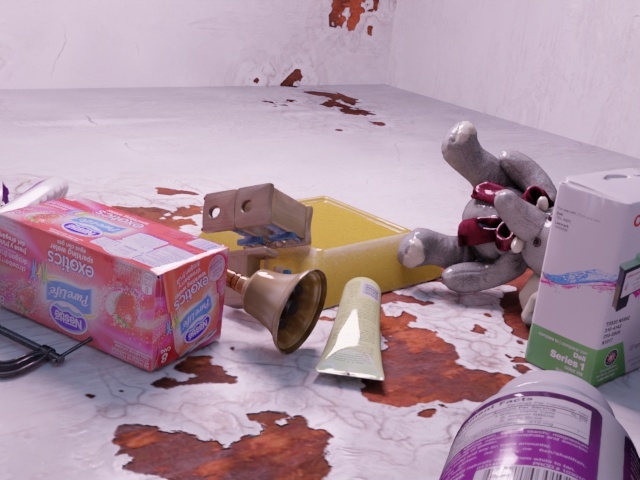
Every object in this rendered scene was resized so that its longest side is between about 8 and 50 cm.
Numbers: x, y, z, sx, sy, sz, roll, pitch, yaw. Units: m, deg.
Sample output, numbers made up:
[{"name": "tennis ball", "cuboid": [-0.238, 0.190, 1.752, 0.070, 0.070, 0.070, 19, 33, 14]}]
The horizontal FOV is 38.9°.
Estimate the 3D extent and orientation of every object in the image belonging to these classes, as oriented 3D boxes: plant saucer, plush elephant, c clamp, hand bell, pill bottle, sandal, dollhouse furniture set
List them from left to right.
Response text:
[{"name": "sandal", "cuboid": [-0.504, -0.030, 1.347, 0.102, 0.169, 0.416, 45, 21, -5]}, {"name": "c clamp", "cuboid": [-0.399, 0.135, 1.162, 0.161, 0.022, 0.137, 17, 26, 22]}, {"name": "hand bell", "cuboid": [-0.125, 0.056, 1.287, 0.242, 0.126, 0.126, 22, 23, 24]}, {"name": "dollhouse furniture set", "cuboid": [-0.103, 0.023, 1.424, 0.129, 0.183, 0.129, -7, -19, 30]}, {"name": "plant saucer", "cuboid": [0.000, 0.000, 1.609, 0.333, 0.081, 0.333, -10, 25, -43]}, {"name": "plush elephant", "cuboid": [0.327, -0.017, 1.473, 0.330, 0.272, 0.255, 32, -9, -11]}, {"name": "pill bottle", "cuboid": [0.179, 0.222, 0.748, 0.169, 0.169, 0.301, 13, 18, 15]}]

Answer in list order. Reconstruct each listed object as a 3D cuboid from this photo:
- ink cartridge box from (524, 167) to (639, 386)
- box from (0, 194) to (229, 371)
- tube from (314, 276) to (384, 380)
[{"name": "ink cartridge box", "cuboid": [0.421, 0.048, 1.311, 0.201, 0.278, 0.117, -10, 25, -41]}, {"name": "box", "cuboid": [-0.292, 0.050, 1.253, 0.300, 0.142, 0.154, 17, 21, 27]}, {"name": "tube", "cuboid": [0.049, 0.130, 1.292, 0.070, 0.062, 0.240, -34, 16, 18]}]
